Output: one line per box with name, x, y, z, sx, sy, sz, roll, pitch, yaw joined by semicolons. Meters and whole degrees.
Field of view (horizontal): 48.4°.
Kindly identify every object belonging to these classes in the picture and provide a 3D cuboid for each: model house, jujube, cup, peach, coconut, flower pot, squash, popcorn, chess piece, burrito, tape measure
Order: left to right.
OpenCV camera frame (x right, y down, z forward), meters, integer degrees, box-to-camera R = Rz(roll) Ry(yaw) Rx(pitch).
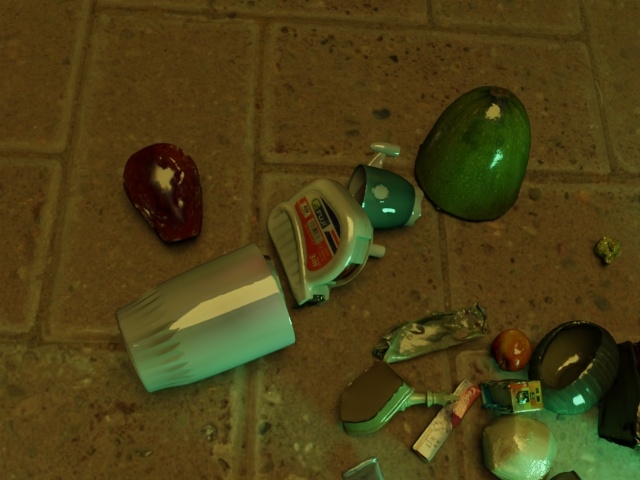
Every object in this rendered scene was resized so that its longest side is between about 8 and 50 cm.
jujube;-0.385;-0.116;1.791;0.190;0.190;0.255;-19;87;-14
cup;-0.252;0.182;1.621;0.371;0.253;0.253;-23;71;-13
tape measure;0.000;0.000;1.755;0.265;0.130;0.258;-34;66;24
cup;0.167;-0.105;1.848;0.173;0.167;0.300;11;83;-16
chess piece;0.250;0.372;1.677;0.149;0.059;0.059;-2;65;12
burrito;0.274;0.229;1.760;0.309;0.066;0.096;-16;72;-10
squash;0.429;-0.245;1.853;0.310;0.309;0.310;3;67;-6
peach;0.472;0.268;1.750;0.100;0.101;0.101;2;66;-5
coconut;0.442;0.474;1.622;0.162;0.161;0.161;22;66;6
flower pot;0.603;0.304;1.700;0.243;0.157;0.189;-47;44;-15
popcorn;0.770;0.028;1.908;0.059;0.068;0.083;24;60;-40
model house;0.827;0.381;1.644;0.282;0.317;0.297;18;78;6

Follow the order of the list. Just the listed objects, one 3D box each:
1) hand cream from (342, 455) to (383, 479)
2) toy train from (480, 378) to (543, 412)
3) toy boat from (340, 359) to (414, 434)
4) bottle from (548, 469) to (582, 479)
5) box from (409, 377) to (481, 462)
hand cream;0.143;0.614;1.584;0.088;0.055;0.256;-27;69;-5
toy train;0.445;0.361;1.657;0.099;0.188;0.072;1;81;-13
toy boat;0.115;0.369;1.652;0.188;0.061;0.116;-45;53;-5
bottle;0.473;0.602;1.578;0.253;0.096;0.079;-37;94;2
box;0.298;0.425;1.690;0.055;0.039;0.218;40;68;12
